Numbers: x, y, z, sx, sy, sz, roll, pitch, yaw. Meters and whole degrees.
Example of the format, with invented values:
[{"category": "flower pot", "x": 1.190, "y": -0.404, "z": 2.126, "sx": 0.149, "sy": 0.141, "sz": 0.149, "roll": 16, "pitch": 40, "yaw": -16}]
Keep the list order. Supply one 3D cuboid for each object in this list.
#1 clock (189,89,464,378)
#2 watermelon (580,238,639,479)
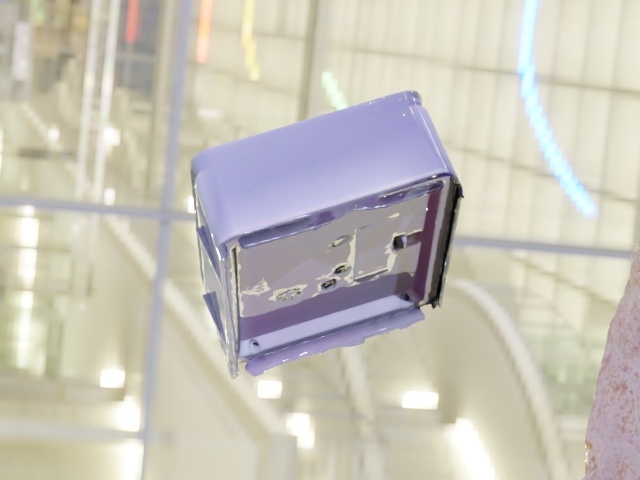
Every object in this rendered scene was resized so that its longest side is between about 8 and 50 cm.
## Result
[{"category": "clock", "x": -0.001, "y": 0.001, "z": 1.156, "sx": 0.193, "sy": 0.144, "sz": 0.073, "roll": 93, "pitch": -21, "yaw": -65}, {"category": "watermelon", "x": 0.290, "y": 0.099, "z": 0.989, "sx": 0.292, "sy": 0.222, "sz": 0.319, "roll": -12, "pitch": -123, "yaw": 39}]
